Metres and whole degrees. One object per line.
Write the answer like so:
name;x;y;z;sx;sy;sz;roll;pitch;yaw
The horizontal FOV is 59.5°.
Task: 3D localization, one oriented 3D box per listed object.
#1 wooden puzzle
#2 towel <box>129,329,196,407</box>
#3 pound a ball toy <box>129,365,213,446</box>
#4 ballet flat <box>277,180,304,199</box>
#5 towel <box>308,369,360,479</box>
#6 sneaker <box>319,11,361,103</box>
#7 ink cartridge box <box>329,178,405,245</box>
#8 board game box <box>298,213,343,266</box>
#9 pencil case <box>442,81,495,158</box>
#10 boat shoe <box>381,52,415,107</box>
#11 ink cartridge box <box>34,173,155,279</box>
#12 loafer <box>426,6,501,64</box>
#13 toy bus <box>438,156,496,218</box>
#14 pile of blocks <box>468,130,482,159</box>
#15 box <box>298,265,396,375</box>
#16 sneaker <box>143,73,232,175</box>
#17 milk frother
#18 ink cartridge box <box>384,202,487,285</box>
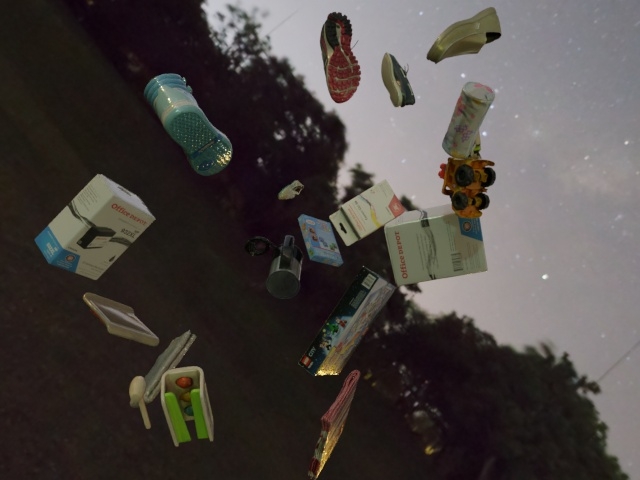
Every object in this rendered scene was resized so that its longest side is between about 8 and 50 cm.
wooden puzzle;-0.700;0.283;1.958;0.238;0.044;0.221;34;0;41
towel;-0.537;0.435;1.906;0.049;0.282;0.187;39;-35;-13
pound a ball toy;-0.453;0.502;1.739;0.136;0.208;0.319;-104;-170;-48
ballet flat;-0.114;-0.200;2.267;0.052;0.057;0.168;35;36;6
towel;0.043;0.610;1.850;0.037;0.237;0.329;24;-53;17
sneaker;0.061;-0.602;1.880;0.112;0.120;0.300;155;-66;-68
ink cartridge box;0.137;-0.080;1.673;0.115;0.198;0.067;58;-5;4
board game box;0.000;0.000;2.316;0.160;0.039;0.212;16;45;-40
pencil case;0.520;-0.421;1.984;0.273;0.113;0.124;100;-27;-45
boat shoe;0.286;-0.592;2.057;0.095;0.079;0.255;104;-22;-52
ink cartridge box;-0.751;-0.039;1.886;0.129;0.307;0.223;45;2;29
loafer;0.417;-0.569;1.587;0.092;0.268;0.102;54;-16;7
toy bus;0.529;-0.213;2.126;0.211;0.149;0.221;29;-65;53
pile of blocks;0.623;-0.310;2.374;0.149;0.112;0.363;-73;154;-65
box;0.061;0.172;1.162;0.044;0.233;0.159;34;1;23
sneaker;-0.348;-0.316;1.476;0.208;0.127;0.319;56;-6;22
milk frother;-0.122;0.061;1.407;0.135;0.143;0.129;-87;166;-62
ink cartridge box;0.495;0.009;2.428;0.166;0.394;0.286;-72;150;-69
